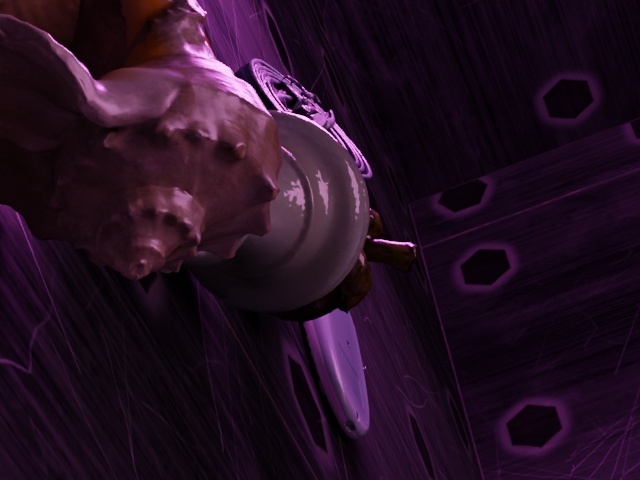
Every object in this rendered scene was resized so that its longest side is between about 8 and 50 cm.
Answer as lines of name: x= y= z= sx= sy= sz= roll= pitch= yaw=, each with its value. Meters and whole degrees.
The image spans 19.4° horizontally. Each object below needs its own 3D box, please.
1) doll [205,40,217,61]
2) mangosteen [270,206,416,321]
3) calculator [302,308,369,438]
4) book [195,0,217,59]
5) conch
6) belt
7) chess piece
doll: x=-0.139 y=-0.167 z=1.992 sx=0.103 sy=0.071 sz=0.214 roll=-82 pitch=153 yaw=-79
mangosteen: x=-0.011 y=0.001 z=2.060 sx=0.172 sy=0.184 sz=0.172 roll=41 pitch=31 yaw=-31
calculator: x=0.014 y=0.125 z=2.442 sx=0.185 sy=0.041 sz=0.299 roll=62 pitch=12 yaw=-45
book: x=-0.183 y=-0.349 z=2.149 sx=0.374 sy=0.028 sz=0.263 roll=72 pitch=-4 yaw=-74
conch: x=-0.165 y=-0.100 z=1.253 sx=0.263 sy=0.186 sz=0.324 roll=40 pitch=13 yaw=-41
belt: x=-0.035 y=-0.116 z=2.232 sx=0.206 sy=0.116 sz=0.267 roll=41 pitch=11 yaw=-17
chess piece: x=-0.084 y=-0.033 z=1.695 sx=0.195 sy=0.194 sz=0.299 roll=71 pitch=16 yaw=9
